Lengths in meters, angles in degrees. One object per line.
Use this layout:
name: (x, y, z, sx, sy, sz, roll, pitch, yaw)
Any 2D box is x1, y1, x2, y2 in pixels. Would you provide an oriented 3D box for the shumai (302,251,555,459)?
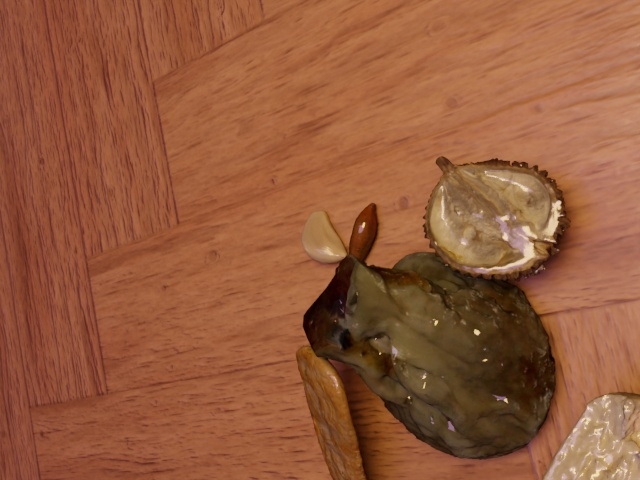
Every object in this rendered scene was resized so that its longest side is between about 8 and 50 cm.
shumai: (0.117, 0.135, 0.773, 0.272, 0.204, 0.222, 34, 109, 26)

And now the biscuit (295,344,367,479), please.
biscuit: (0.017, 0.241, 0.871, 0.118, 0.029, 0.247, 37, 144, 61)

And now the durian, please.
durian: (0.194, -0.029, 0.784, 0.148, 0.091, 0.188, -45, 63, 13)

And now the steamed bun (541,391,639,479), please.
steamed bun: (0.296, 0.254, 0.644, 0.170, 0.200, 0.225, 30, 109, 37)

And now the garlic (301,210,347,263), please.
garlic: (0.001, 0.000, 0.948, 0.053, 0.041, 0.083, -34, 65, 25)

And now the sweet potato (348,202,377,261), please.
sweet potato: (0.056, -0.004, 0.912, 0.034, 0.034, 0.095, 21, 104, 33)
